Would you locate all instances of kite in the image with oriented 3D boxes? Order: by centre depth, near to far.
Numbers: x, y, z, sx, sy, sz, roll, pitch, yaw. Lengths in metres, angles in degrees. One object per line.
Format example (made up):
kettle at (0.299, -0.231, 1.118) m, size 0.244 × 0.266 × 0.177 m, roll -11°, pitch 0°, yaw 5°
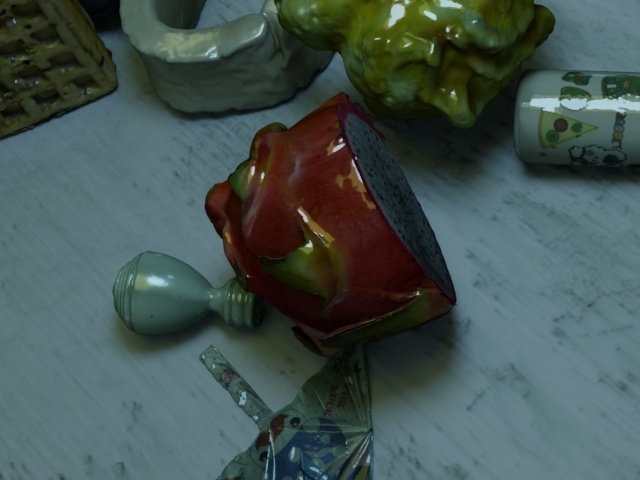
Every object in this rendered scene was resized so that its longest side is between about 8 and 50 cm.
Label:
kite at (-0.050, 0.232, 1.579) m, size 0.335 × 0.011 × 0.314 m, roll -44°, pitch 60°, yaw -11°

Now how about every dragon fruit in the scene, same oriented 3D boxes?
dragon fruit at (0.000, 0.000, 1.540) m, size 0.226 × 0.305 × 0.305 m, roll -27°, pitch 58°, yaw 12°

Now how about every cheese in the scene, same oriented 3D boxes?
cheese at (-0.111, -0.336, 1.823) m, size 0.292 × 0.153 × 0.332 m, roll 14°, pitch 67°, yaw 22°

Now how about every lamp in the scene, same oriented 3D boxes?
lamp at (-0.167, 0.069, 1.652) m, size 0.193 × 0.106 × 0.106 m, roll 4°, pitch 63°, yaw 10°

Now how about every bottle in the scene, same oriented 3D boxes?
bottle at (0.368, -0.146, 1.606) m, size 0.253 × 0.120 × 0.120 m, roll 5°, pitch 64°, yaw 19°

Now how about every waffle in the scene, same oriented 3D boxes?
waffle at (-0.462, -0.292, 1.771) m, size 0.261 × 0.376 × 0.114 m, roll -21°, pitch 59°, yaw 6°

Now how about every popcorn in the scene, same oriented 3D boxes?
popcorn at (0.138, -0.263, 1.633) m, size 0.321 × 0.325 × 0.290 m, roll -18°, pitch 49°, yaw -38°

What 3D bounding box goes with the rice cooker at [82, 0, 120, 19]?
rice cooker at (-0.354, -0.458, 1.907) m, size 0.267 × 0.267 × 0.224 m, roll 3°, pitch 53°, yaw 17°
